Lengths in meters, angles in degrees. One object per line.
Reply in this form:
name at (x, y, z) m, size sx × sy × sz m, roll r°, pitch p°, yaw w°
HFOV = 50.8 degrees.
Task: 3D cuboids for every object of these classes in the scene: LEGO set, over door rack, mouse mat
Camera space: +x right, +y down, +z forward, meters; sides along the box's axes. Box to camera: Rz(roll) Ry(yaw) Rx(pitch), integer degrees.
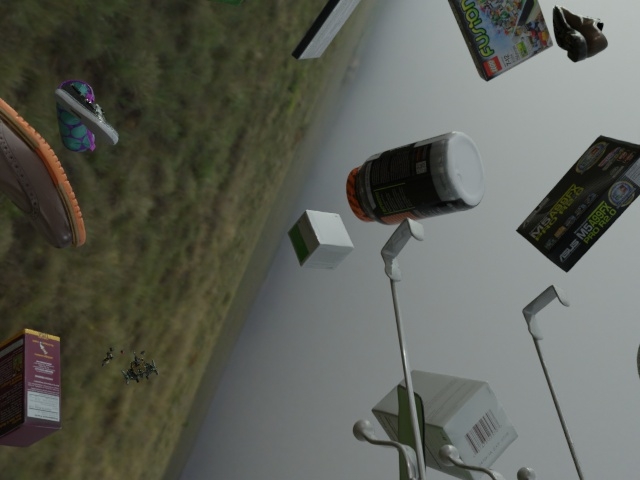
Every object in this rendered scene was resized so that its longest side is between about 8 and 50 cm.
LEGO set at (-0.273, 0.182, 0.977) m, size 0.054 × 0.083 × 0.023 m, roll -50°, pitch 164°, yaw -30°
over door rack at (0.159, 0.168, 0.697) m, size 0.108 × 0.240 × 0.324 m, roll -41°, pitch -145°, yaw 46°
mouse mat at (0.111, 0.276, 0.822) m, size 0.152 × 0.007 × 0.189 m, roll 127°, pitch -37°, yaw -83°

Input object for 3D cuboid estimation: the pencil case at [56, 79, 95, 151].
pencil case at (-0.467, -0.235, 1.293) m, size 0.151 × 0.070 × 0.064 m, roll 120°, pitch -7°, yaw -58°

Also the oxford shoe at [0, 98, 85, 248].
oxford shoe at (-0.440, -0.121, 0.853) m, size 0.133 × 0.363 × 0.130 m, roll -43°, pitch -159°, yaw -28°

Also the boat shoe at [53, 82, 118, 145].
boat shoe at (-0.408, -0.227, 1.196) m, size 0.040 × 0.142 × 0.049 m, roll -49°, pitch 179°, yaw -25°

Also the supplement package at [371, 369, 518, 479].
supplement package at (0.183, 0.274, 1.017) m, size 0.105 × 0.105 × 0.179 m, roll -38°, pitch -166°, yaw -25°

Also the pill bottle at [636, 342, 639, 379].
pill bottle at (0.568, 0.165, 0.925) m, size 0.131 × 0.230 × 0.131 m, roll 176°, pitch -90°, yaw -70°

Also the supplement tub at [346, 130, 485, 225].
supplement tub at (0.139, -0.088, 1.018) m, size 0.191 × 0.117 × 0.116 m, roll -11°, pitch -134°, yaw 39°

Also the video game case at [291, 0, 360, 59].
video game case at (0.021, -0.544, 1.699) m, size 0.196 × 0.026 × 0.274 m, roll -51°, pitch -178°, yaw 19°

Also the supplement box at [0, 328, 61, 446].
supplement box at (-0.548, 0.274, 1.255) m, size 0.104 × 0.081 × 0.188 m, roll -30°, pitch -124°, yaw 23°

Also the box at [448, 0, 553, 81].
box at (0.252, -0.351, 0.988) m, size 0.114 × 0.207 × 0.036 m, roll -29°, pitch -153°, yaw 7°

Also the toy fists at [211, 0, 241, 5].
toy fists at (-0.166, -0.519, 1.158) m, size 0.279 × 0.142 × 0.096 m, roll -31°, pitch -119°, yaw 54°

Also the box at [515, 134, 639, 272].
box at (0.530, -0.080, 1.354) m, size 0.270 × 0.060 × 0.216 m, roll -51°, pitch -171°, yaw 12°

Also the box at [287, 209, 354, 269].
box at (0.000, 0.000, 1.506) m, size 0.087 × 0.102 × 0.101 m, roll -49°, pitch -130°, yaw 35°

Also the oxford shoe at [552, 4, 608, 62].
oxford shoe at (0.613, -0.496, 1.597) m, size 0.227 × 0.096 × 0.082 m, roll -99°, pitch 172°, yaw -46°
